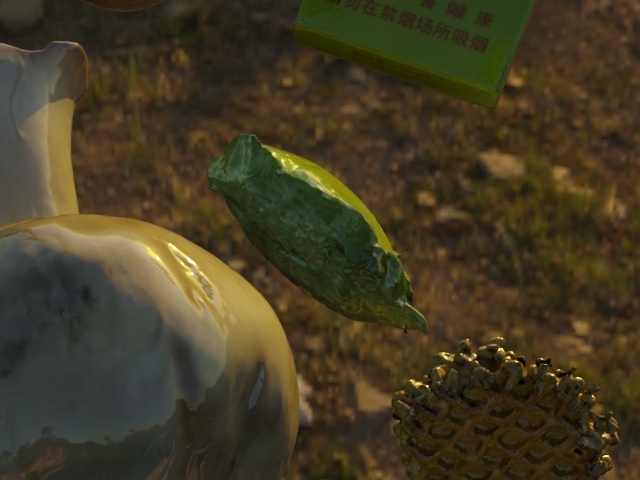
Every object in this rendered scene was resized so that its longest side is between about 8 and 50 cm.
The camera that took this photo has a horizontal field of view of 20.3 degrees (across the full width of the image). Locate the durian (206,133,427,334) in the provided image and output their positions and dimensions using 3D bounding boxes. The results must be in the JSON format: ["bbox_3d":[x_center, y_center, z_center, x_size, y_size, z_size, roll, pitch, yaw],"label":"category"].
[{"bbox_3d":[0.000,0.000,1.671,0.101,0.139,0.250,-44,96,7],"label":"durian"}]

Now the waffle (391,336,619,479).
[{"bbox_3d":[0.162,0.168,1.563,0.197,0.193,0.070,-15,35,22],"label":"waffle"}]

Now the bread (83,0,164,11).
[{"bbox_3d":[-0.164,-0.368,1.600,0.160,0.333,0.333,0,43,-30],"label":"bread"}]

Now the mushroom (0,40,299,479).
[{"bbox_3d":[-0.177,0.054,1.063,0.314,0.314,0.336,-7,68,-7],"label":"mushroom"}]

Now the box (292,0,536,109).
[{"bbox_3d":[0.120,-0.291,1.548,0.187,0.047,0.335,19,71,7],"label":"box"}]
